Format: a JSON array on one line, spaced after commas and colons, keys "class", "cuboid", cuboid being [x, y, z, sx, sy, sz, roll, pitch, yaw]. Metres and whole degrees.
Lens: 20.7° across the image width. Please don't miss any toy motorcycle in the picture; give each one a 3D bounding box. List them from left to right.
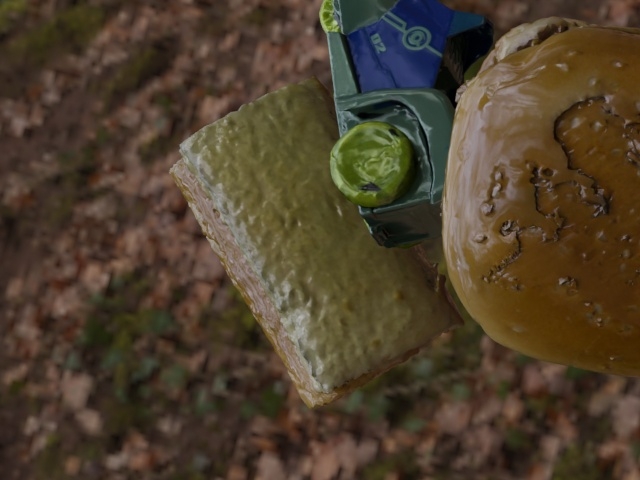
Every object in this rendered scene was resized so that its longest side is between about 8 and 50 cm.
[{"class": "toy motorcycle", "cuboid": [0.109, -0.164, 2.000, 0.191, 0.200, 0.326, 48, -147, -68]}]

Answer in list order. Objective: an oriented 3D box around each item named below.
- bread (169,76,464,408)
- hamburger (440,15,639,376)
[{"class": "bread", "cuboid": [0.000, 0.000, 2.194, 0.237, 0.375, 0.165, -27, -9, -21]}, {"class": "hamburger", "cuboid": [0.253, -0.032, 1.450, 0.174, 0.305, 0.284, -59, -23, -76]}]
